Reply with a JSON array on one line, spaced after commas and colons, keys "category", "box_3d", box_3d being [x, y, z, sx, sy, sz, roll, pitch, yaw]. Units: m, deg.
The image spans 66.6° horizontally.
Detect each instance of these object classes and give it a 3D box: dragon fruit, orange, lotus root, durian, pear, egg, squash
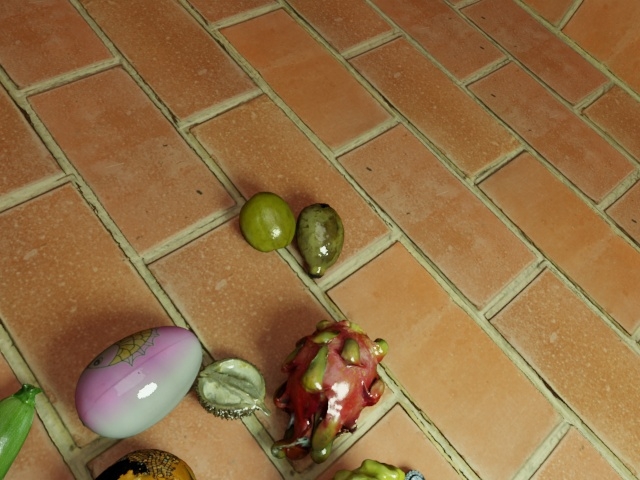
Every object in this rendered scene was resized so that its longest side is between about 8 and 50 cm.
[{"category": "dragon fruit", "box_3d": [0.018, 0.334, 1.091, 0.228, 0.307, 0.243, 24, 15, 18]}, {"category": "orange", "box_3d": [-0.340, 0.524, 0.927, 0.235, 0.182, 0.234, 1, 71, -3]}, {"category": "lotus root", "box_3d": [0.000, 0.000, 1.326, 0.139, 0.138, 0.213, 2, 75, -12]}, {"category": "durian", "box_3d": [-0.194, 0.351, 1.098, 0.189, 0.091, 0.148, 24, 38, 12]}, {"category": "pear", "box_3d": [-0.143, -0.045, 1.308, 0.149, 0.149, 0.162, -17, 78, -21]}, {"category": "egg", "box_3d": [-0.378, 0.293, 1.038, 0.196, 0.196, 0.271, 46, 43, 14]}, {"category": "squash", "box_3d": [-0.669, 0.459, 0.925, 0.107, 0.107, 0.394, 22, 58, 0]}]

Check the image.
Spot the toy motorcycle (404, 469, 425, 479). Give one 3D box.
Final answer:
[{"category": "toy motorcycle", "box_3d": [0.227, 0.616, 1.061, 0.114, 0.076, 0.204, 15, 59, -12]}]

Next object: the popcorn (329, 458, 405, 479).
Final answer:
[{"category": "popcorn", "box_3d": [0.099, 0.574, 0.937, 0.235, 0.241, 0.250, -30, 57, -6]}]
